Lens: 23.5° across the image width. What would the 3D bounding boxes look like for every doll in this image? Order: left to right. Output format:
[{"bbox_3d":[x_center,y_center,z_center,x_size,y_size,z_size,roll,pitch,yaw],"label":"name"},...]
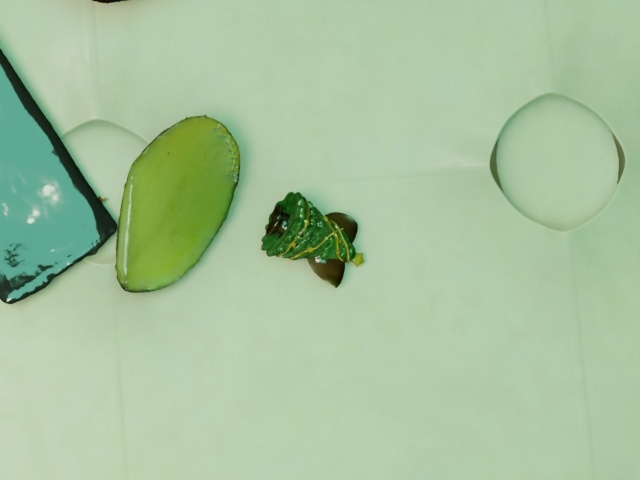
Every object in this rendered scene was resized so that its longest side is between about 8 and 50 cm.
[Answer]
[{"bbox_3d":[0.000,-0.003,1.613,0.113,0.077,0.078,20,73,-6],"label":"doll"}]

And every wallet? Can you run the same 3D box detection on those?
[{"bbox_3d":[-0.341,-0.085,1.587,0.146,0.030,0.285,-34,92,-12],"label":"wallet"}]

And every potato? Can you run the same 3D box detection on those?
[{"bbox_3d":[-0.158,-0.038,1.605,0.119,0.054,0.198,18,89,-29],"label":"potato"}]

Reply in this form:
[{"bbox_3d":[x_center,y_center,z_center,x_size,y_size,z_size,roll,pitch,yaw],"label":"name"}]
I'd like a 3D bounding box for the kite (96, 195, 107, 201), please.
[{"bbox_3d":[-0.348,-0.037,1.603,0.222,0.008,0.125,-32,88,-10],"label":"kite"}]

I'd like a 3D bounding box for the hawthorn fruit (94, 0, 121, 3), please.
[{"bbox_3d":[-0.229,-0.360,1.586,0.181,0.181,0.235,-23,74,-10],"label":"hawthorn fruit"}]
